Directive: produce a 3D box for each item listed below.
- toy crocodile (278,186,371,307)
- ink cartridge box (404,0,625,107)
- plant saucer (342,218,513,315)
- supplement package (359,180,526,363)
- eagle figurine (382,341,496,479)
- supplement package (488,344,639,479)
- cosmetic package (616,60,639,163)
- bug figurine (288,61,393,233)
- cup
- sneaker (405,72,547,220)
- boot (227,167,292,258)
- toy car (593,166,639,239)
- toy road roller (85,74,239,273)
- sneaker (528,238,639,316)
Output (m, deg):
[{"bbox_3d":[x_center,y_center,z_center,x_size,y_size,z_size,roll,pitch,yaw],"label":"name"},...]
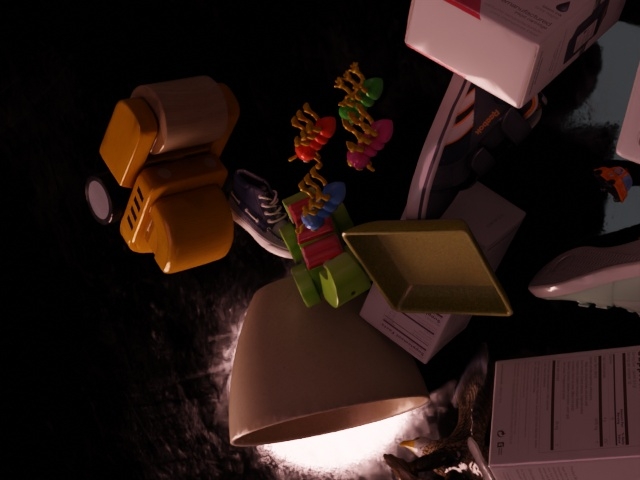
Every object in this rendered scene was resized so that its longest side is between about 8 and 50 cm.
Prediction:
[{"bbox_3d":[0.000,0.000,1.511,0.340,0.115,0.105,-111,-2,-58],"label":"toy crocodile"},{"bbox_3d":[0.244,-0.288,1.174,0.172,0.237,0.100,35,145,22],"label":"ink cartridge box"},{"bbox_3d":[0.151,0.030,1.318,0.188,0.045,0.188,-1,141,34],"label":"plant saucer"},{"bbox_3d":[0.179,0.039,1.465,0.134,0.139,0.244,36,129,20],"label":"supplement package"},{"bbox_3d":[0.221,0.308,1.445,0.225,0.298,0.226,37,133,29],"label":"eagle figurine"},{"bbox_3d":[0.391,0.261,1.283,0.292,0.175,0.177,-9,132,24],"label":"supplement package"},{"bbox_3d":[0.471,-0.297,1.001,0.161,0.230,0.453,24,125,29],"label":"cosmetic package"},{"bbox_3d":[0.027,-0.141,1.481,0.072,0.279,0.216,30,120,-24],"label":"bug figurine"},{"bbox_3d":[-0.007,0.186,1.605,0.331,0.331,0.237,-28,67,44],"label":"cup"},{"bbox_3d":[0.219,-0.156,1.287,0.127,0.126,0.321,23,97,11],"label":"sneaker"},{"bbox_3d":[-0.091,-0.047,1.697,0.190,0.069,0.086,34,130,26],"label":"boot"},{"bbox_3d":[0.416,-0.051,1.310,0.040,0.060,0.122,-35,107,1],"label":"toy car"},{"bbox_3d":[-0.244,-0.098,1.684,0.241,0.202,0.329,53,138,22],"label":"toy road roller"},{"bbox_3d":[0.409,0.084,1.332,0.151,0.094,0.256,53,147,-16],"label":"sneaker"}]
